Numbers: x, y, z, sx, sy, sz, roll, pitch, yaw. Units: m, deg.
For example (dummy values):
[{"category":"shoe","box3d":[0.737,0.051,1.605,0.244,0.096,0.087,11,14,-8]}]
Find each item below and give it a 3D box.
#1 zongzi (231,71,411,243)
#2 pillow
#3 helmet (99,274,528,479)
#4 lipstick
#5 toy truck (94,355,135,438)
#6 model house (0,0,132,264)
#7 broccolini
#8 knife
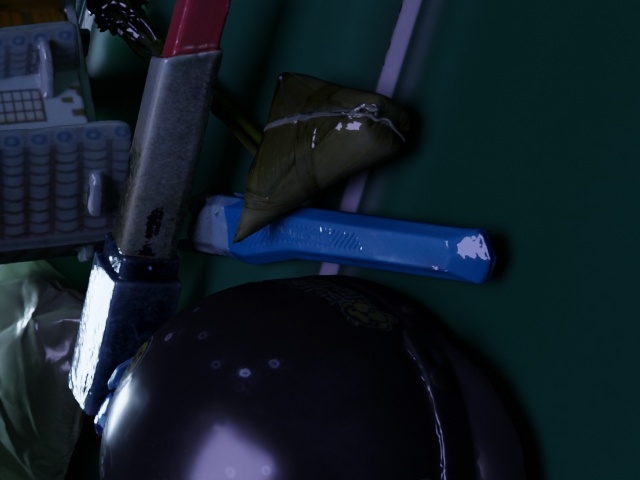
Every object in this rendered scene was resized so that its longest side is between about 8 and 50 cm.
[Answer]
[{"category":"zongzi","box3d":[-0.003,-0.039,1.104,0.104,0.052,0.113,20,86,54]},{"category":"pillow","box3d":[-0.267,0.120,1.403,0.274,0.076,0.280,36,114,43]},{"category":"helmet","box3d":[-0.027,0.135,1.052,0.279,0.160,0.230,20,101,50]},{"category":"lipstick","box3d":[-0.107,-0.033,1.207,0.051,0.051,0.312,-130,49,-56]},{"category":"toy truck","box3d":[-0.101,0.100,1.217,0.056,0.073,0.090,25,92,48]},{"category":"model house","box3d":[-0.260,-0.082,1.273,0.198,0.224,0.215,110,150,-53]},{"category":"broccolini","box3d":[-0.093,-0.110,1.251,0.042,0.044,0.218,-53,54,13]},{"category":"knife","box3d":[0.002,0.000,1.130,0.296,0.026,0.044,9,96,49]}]
